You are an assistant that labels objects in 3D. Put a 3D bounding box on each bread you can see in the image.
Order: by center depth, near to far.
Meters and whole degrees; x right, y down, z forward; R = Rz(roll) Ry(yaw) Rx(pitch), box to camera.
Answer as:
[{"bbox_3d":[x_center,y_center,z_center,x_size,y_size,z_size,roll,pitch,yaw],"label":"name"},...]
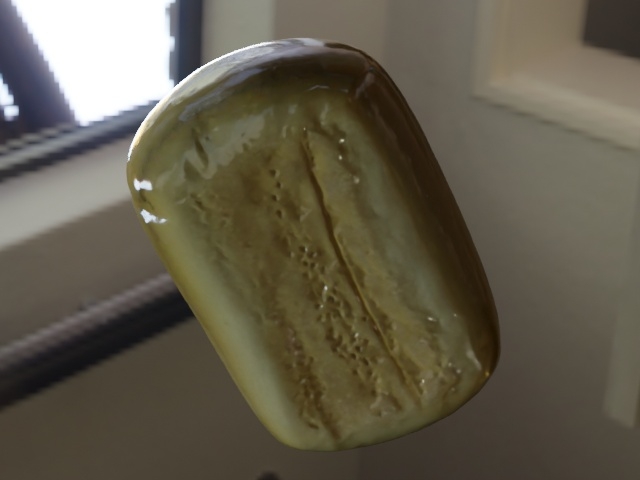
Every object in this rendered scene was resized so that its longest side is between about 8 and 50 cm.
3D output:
[{"bbox_3d":[0.000,0.000,0.879,0.147,0.217,0.098,-18,-153,12],"label":"bread"}]
